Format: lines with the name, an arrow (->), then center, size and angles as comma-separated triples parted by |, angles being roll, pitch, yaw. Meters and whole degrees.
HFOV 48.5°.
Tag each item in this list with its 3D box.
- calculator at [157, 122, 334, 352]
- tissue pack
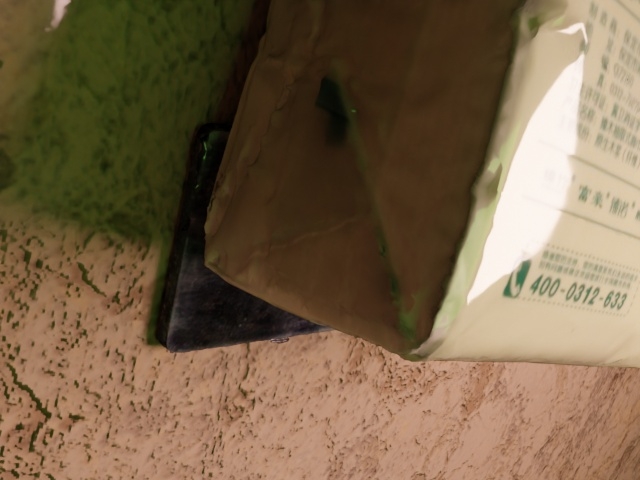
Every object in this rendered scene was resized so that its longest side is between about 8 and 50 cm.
calculator -> 0.000, 0.000, 0.537 | 0.262, 0.021, 0.161 | 0, 110, -45
tissue pack -> 0.144, -0.073, 0.480 | 0.380, 0.207, 0.297 | 15, 92, -45
